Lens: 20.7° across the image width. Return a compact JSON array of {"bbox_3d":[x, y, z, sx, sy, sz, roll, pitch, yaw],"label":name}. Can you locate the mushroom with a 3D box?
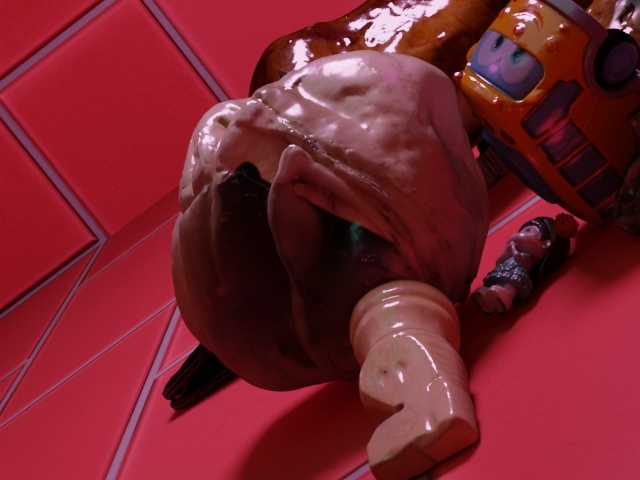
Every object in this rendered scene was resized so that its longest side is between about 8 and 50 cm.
[{"bbox_3d":[0.082,-0.125,1.871,0.345,0.260,0.345,-28,-15,-8],"label":"mushroom"}]

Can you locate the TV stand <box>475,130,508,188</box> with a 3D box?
[{"bbox_3d":[0.207,-0.123,1.973,0.042,0.036,0.249,-33,11,29],"label":"TV stand"}]

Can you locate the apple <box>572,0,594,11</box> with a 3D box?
[{"bbox_3d":[0.240,-0.362,2.124,0.288,0.317,0.288,-30,41,30],"label":"apple"}]

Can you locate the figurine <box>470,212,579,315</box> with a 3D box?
[{"bbox_3d":[0.170,0.019,1.455,0.106,0.047,0.060,-47,5,-31],"label":"figurine"}]

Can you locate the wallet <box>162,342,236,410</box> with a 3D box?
[{"bbox_3d":[-0.057,0.066,1.973,0.262,0.071,0.221,-40,9,25],"label":"wallet"}]

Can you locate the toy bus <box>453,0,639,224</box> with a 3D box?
[{"bbox_3d":[0.206,-0.109,1.454,0.136,0.209,0.126,-46,40,1],"label":"toy bus"}]

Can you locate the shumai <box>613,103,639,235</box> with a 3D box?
[{"bbox_3d":[0.271,-0.068,1.379,0.123,0.087,0.099,-41,12,-9],"label":"shumai"}]

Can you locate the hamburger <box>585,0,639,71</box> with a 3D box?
[{"bbox_3d":[0.300,-0.194,1.725,0.206,0.130,0.183,-39,8,8],"label":"hamburger"}]

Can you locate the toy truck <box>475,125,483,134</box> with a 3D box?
[{"bbox_3d":[0.089,-0.169,2.149,0.210,0.187,0.148,-38,5,0],"label":"toy truck"}]

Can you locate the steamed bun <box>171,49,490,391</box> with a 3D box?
[{"bbox_3d":[0.000,0.000,1.518,0.206,0.275,0.320,-61,-12,-61],"label":"steamed bun"}]

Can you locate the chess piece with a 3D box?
[{"bbox_3d":[0.071,0.111,1.335,0.090,0.090,0.200,-35,22,13],"label":"chess piece"}]
